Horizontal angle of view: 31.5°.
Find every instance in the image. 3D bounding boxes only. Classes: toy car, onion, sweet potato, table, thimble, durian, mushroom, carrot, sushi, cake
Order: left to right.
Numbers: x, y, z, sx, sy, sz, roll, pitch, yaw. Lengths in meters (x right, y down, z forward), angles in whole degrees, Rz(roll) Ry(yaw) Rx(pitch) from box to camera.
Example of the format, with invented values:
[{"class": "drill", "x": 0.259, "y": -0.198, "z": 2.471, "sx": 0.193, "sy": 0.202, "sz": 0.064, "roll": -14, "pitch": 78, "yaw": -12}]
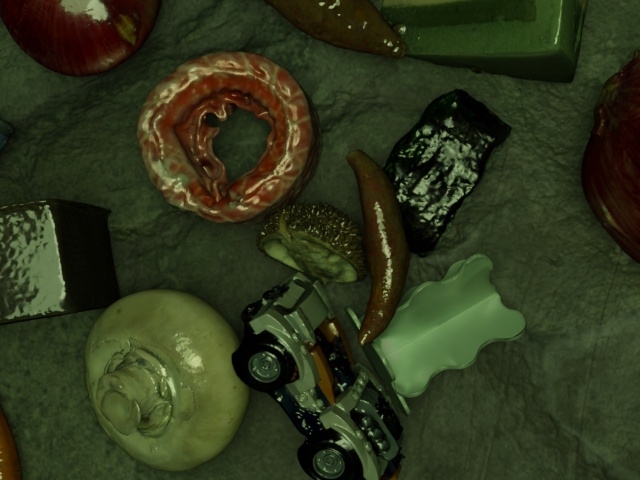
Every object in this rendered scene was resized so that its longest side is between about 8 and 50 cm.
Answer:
[{"class": "carrot", "x": -0.466, "y": 0.250, "z": 1.597, "sx": 0.061, "sy": 0.061, "sz": 0.257, "roll": -14, "pitch": 79, "yaw": 3}, {"class": "onion", "x": -0.337, "y": -0.350, "z": 1.557, "sx": 0.248, "sy": 0.161, "sz": 0.248, "roll": -1, "pitch": 89, "yaw": 25}, {"class": "mushroom", "x": -0.212, "y": 0.185, "z": 1.487, "sx": 0.246, "sy": 0.202, "sz": 0.246, "roll": 4, "pitch": 100, "yaw": 25}, {"class": "thimble", "x": -0.120, "y": -0.135, "z": 1.527, "sx": 0.239, "sy": 0.162, "sz": 0.239, "roll": 0, "pitch": 88, "yaw": 2}, {"class": "sweet potato", "x": -0.019, "y": -0.356, "z": 1.548, "sx": 0.336, "sy": 0.131, "sz": 0.131, "roll": 29, "pitch": 90, "yaw": 3}, {"class": "durian", "x": 0.000, "y": 0.000, "z": 1.520, "sx": 0.148, "sy": 0.188, "sz": 0.091, "roll": 6, "pitch": 60, "yaw": 21}, {"class": "toy car", "x": 0.012, "y": 0.189, "z": 1.484, "sx": 0.118, "sy": 0.193, "sz": 0.301, "roll": -32, "pitch": 97, "yaw": 23}, {"class": "sweet potato", "x": 0.078, "y": 0.007, "z": 1.446, "sx": 0.078, "sy": 0.058, "sz": 0.255, "roll": 3, "pitch": 79, "yaw": -28}, {"class": "sushi", "x": 0.153, "y": -0.094, "z": 1.529, "sx": 0.127, "sy": 0.124, "sz": 0.225, "roll": 35, "pitch": 93, "yaw": 1}, {"class": "table", "x": 0.158, "y": 0.113, "z": 1.515, "sx": 0.198, "sy": 0.166, "sz": 0.167, "roll": -30, "pitch": 87, "yaw": -6}, {"class": "cake", "x": 0.217, "y": -0.316, "z": 1.512, "sx": 0.283, "sy": 0.172, "sz": 0.158, "roll": 8, "pitch": 87, "yaw": 5}, {"class": "onion", "x": 0.495, "y": -0.121, "z": 1.429, "sx": 0.341, "sy": 0.341, "sz": 0.341, "roll": 0, "pitch": 88, "yaw": 3}]

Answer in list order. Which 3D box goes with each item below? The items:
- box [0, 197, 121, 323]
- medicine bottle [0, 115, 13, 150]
[{"class": "box", "x": -0.379, "y": 0.034, "z": 1.481, "sx": 0.184, "sy": 0.273, "sz": 0.143, "roll": -10, "pitch": 87, "yaw": 3}, {"class": "medicine bottle", "x": -0.517, "y": -0.097, "z": 1.589, "sx": 0.083, "sy": 0.083, "sz": 0.203, "roll": 35, "pitch": 92, "yaw": 3}]
